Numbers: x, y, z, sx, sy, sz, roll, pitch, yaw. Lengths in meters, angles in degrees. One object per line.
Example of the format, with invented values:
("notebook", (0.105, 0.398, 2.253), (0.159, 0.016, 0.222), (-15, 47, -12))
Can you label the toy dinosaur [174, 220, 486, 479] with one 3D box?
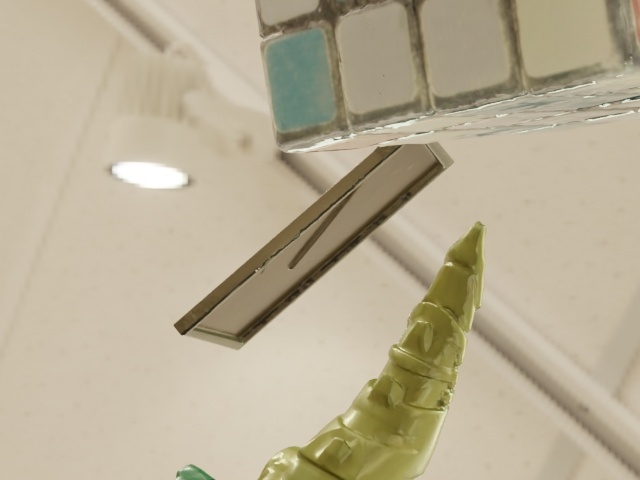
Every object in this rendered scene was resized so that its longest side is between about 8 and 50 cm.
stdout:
("toy dinosaur", (-0.010, 0.113, 0.587), (0.094, 0.153, 0.259), (26, -77, 35))

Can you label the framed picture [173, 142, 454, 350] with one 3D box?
("framed picture", (0.000, 0.000, 1.436), (0.250, 0.184, 0.016), (-42, -102, 5))

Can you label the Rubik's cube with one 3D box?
("Rubik's cube", (0.128, -0.192, 0.964), (0.259, 0.256, 0.253), (-7, -90, 49))
